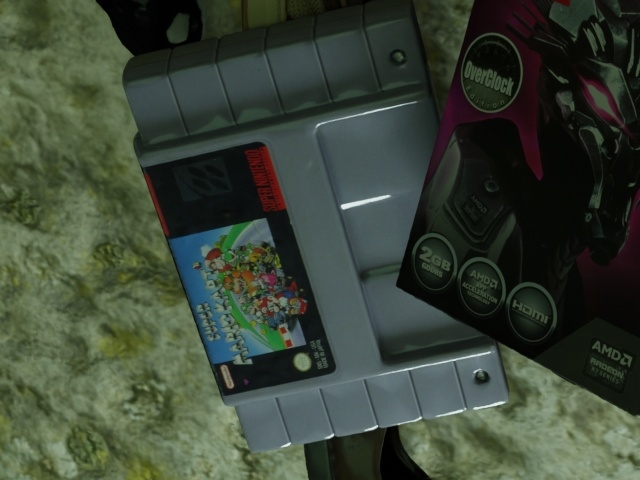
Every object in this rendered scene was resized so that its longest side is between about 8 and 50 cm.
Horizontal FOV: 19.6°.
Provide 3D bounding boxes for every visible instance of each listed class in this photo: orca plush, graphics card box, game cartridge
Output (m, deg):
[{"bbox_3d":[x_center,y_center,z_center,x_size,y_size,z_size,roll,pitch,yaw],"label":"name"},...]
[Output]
[{"bbox_3d":[-0.149,-0.263,1.416,0.151,0.102,0.287,13,117,16],"label":"orca plush"},{"bbox_3d":[0.203,-0.094,1.262,0.233,0.094,0.371,29,113,37],"label":"graphics card box"},{"bbox_3d":[0.000,0.000,1.433,0.230,0.068,0.355,-15,120,5],"label":"game cartridge"}]

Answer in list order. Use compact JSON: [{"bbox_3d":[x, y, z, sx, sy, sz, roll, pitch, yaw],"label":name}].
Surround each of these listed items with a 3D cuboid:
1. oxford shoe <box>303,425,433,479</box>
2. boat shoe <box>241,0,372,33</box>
[{"bbox_3d":[0.053,0.241,1.576,0.096,0.083,0.227,-5,111,21],"label":"oxford shoe"},{"bbox_3d":[0.012,-0.282,1.343,0.123,0.123,0.342,8,118,7],"label":"boat shoe"}]
